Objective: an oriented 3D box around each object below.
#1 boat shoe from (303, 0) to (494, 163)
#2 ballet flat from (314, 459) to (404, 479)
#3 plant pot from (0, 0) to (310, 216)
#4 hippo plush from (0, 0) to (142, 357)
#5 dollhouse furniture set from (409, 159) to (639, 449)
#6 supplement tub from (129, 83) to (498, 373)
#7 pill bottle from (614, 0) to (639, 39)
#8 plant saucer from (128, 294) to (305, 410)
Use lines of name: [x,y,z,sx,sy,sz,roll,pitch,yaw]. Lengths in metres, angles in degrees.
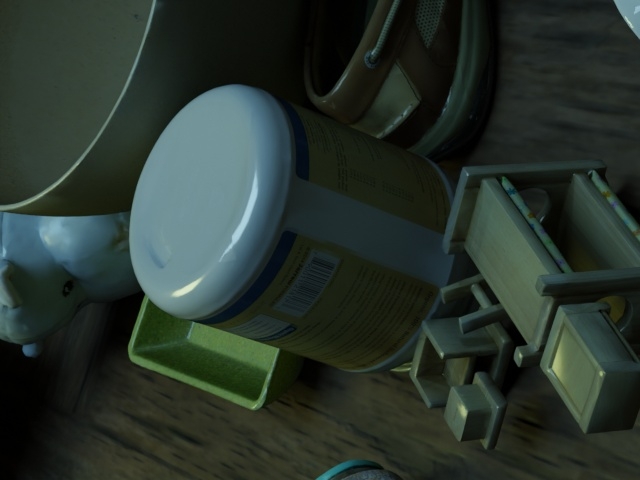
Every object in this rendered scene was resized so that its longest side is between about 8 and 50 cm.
boat shoe: [0.048,-0.210,1.295,0.122,0.120,0.324,-26,54,44]
ballet flat: [-0.047,0.264,1.216,0.316,0.107,0.106,-47,54,30]
plant pot: [-0.114,-0.140,1.328,0.284,0.191,0.284,-19,64,47]
hippo plush: [-0.236,-0.052,1.482,0.294,0.234,0.237,-19,61,-4]
dollhouse furniture set: [0.142,0.072,1.088,0.182,0.101,0.161,-119,33,-47]
supplement tub: [0.000,0.000,1.188,0.144,0.199,0.144,-28,52,43]
pill bottle: [0.252,-0.181,1.008,0.215,0.117,0.117,-44,43,32]
plant saucer: [-0.048,0.018,1.379,0.188,0.045,0.188,14,85,55]
